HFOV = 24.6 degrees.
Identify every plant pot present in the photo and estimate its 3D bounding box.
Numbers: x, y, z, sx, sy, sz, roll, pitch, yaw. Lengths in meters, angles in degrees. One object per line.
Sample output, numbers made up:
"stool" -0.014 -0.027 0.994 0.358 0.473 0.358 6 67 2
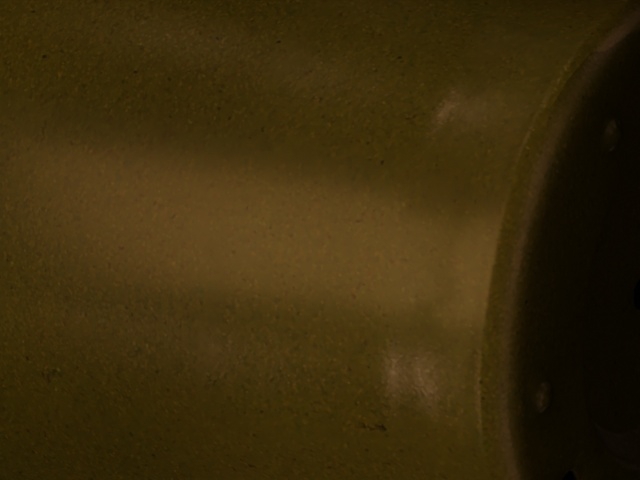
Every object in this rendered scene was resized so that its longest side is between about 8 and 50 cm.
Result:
"plant pot" 0.000 0.000 0.661 0.353 0.366 0.366 11 94 38
